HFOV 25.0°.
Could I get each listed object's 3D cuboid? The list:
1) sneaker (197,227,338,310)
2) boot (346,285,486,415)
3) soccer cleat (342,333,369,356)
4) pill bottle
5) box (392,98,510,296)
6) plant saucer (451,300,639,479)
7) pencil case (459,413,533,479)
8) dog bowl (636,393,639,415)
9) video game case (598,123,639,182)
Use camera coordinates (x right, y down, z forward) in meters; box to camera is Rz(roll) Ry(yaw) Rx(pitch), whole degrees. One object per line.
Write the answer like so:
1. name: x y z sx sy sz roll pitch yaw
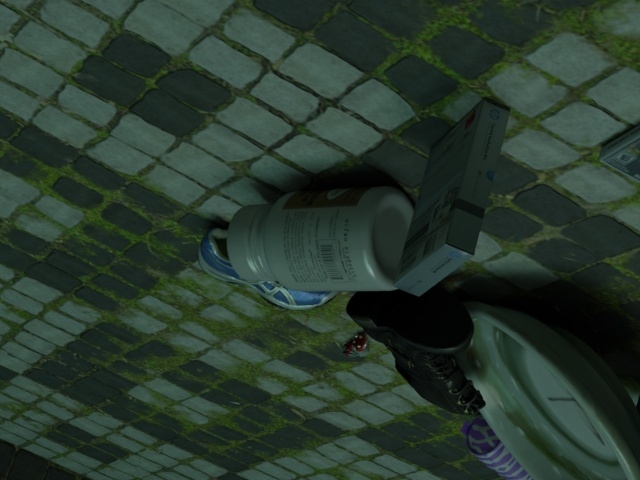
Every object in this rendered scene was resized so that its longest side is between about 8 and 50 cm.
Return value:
1. sneaker: -0.074 0.038 2.017 0.211 0.080 0.081 15 157 4
2. boot: 0.170 0.165 2.034 0.263 0.091 0.229 17 150 55
3. soccer cleat: 0.063 0.165 2.235 0.036 0.029 0.083 16 158 -15
4. pill bottle: 0.000 0.000 1.840 0.229 0.131 0.131 -2 147 35
5. box: 0.144 -0.046 1.598 0.038 0.186 0.145 22 153 -13
6. plant saucer: 0.336 0.228 1.991 0.400 0.100 0.400 48 163 20
7. pencil case: 0.325 0.360 2.386 0.206 0.086 0.088 41 169 -36
8. dog bowl: 0.519 0.279 1.956 0.166 0.074 0.297 38 166 -7
9. video game case: 0.424 -0.081 1.540 0.190 0.022 0.173 26 152 -16
